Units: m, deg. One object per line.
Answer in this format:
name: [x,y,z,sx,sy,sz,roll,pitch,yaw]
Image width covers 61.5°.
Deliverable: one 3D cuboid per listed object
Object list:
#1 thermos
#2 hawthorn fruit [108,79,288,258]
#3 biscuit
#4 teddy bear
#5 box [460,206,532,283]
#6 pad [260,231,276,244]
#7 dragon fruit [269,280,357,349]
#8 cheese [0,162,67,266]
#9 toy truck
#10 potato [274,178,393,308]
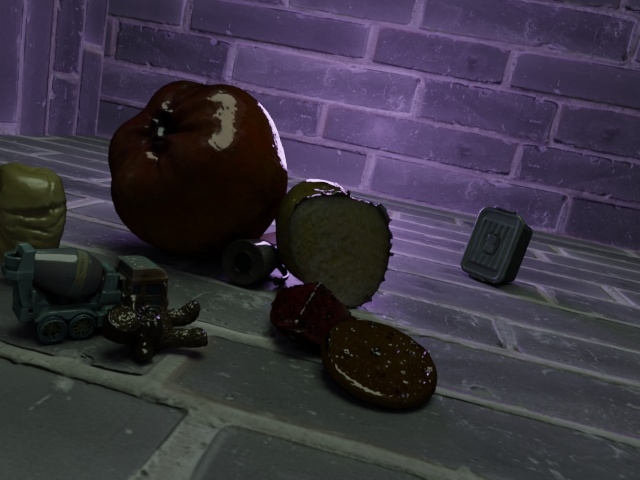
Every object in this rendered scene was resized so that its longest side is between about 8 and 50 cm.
thermos: [-0.140,0.056,1.311,0.137,0.105,0.193,40,12,11]
hawthorn fruit: [-0.294,-0.152,1.371,0.471,0.472,0.472,11,13,-2]
biscuit: [0.098,0.205,0.904,0.212,0.036,0.212,13,25,-7]
teddy bear: [-0.270,0.141,0.859,0.160,0.078,0.119,9,45,-38]
box: [0.584,0.024,1.764,0.135,0.244,0.163,16,5,-46]
pad: [-0.089,0.025,1.645,0.286,0.018,0.284,16,14,25]
dragon fruit: [-0.030,0.155,1.016,0.161,0.121,0.127,-10,35,50]
cheese: [-0.579,-0.042,1.060,0.117,0.214,0.226,-1,11,-37]
toy truck: [-0.378,0.076,0.885,0.256,0.140,0.108,0,16,-41]
potato: [0.000,0.000,1.319,0.300,0.289,0.237,15,-5,-29]
